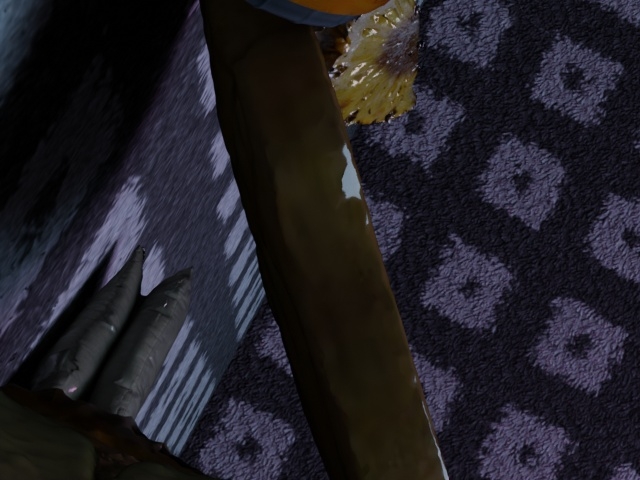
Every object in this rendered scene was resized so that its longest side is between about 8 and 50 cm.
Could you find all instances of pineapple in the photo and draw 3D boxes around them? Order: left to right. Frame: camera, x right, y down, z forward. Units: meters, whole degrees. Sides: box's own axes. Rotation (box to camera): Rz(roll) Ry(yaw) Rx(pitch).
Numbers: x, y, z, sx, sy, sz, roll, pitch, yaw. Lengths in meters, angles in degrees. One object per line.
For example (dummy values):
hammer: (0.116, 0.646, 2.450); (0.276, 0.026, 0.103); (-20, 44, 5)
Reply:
pineapple: (0.023, -0.176, 1.358); (0.135, 0.079, 0.233); (-35, 154, -14)

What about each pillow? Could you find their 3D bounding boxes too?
pillow: (-0.160, 0.100, 1.044); (0.134, 0.077, 0.181); (-61, -178, 43)

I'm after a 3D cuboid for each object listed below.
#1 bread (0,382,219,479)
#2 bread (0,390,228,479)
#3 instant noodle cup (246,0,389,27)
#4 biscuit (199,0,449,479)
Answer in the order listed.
bread: (-0.132, 0.247, 0.775); (0.279, 0.315, 0.248); (-52, 176, -2)
bread: (-0.159, 0.259, 0.475); (0.371, 0.279, 0.390); (-64, 177, 7)
instant noodle cup: (0.001, -0.167, 0.581); (0.125, 0.177, 0.208); (-50, -173, 30)
biscuit: (-0.002, 0.001, 0.770); (0.385, 0.062, 0.365); (-103, 177, -71)
